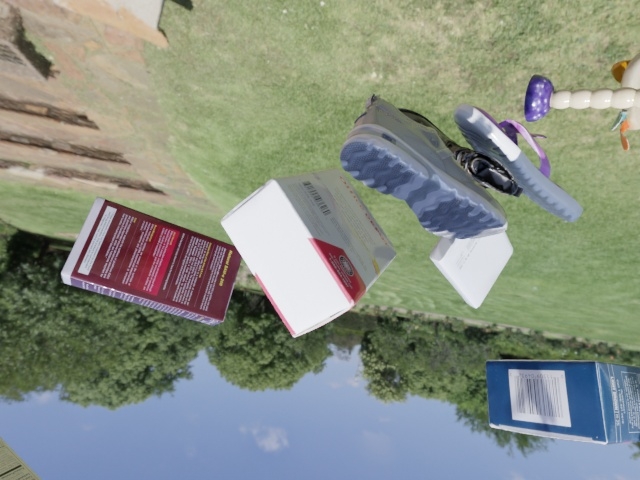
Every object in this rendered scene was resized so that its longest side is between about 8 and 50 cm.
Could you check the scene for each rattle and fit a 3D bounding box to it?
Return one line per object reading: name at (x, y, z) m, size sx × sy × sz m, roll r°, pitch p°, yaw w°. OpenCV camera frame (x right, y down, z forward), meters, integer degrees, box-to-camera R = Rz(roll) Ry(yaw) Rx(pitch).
rattle at (0.580, -0.271, 0.832) m, size 0.130 × 0.200 × 0.142 m, roll 25°, pitch -175°, yaw -38°

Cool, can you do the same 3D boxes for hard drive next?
hard drive at (0.456, 0.036, 1.258) m, size 0.047 × 0.233 × 0.353 m, roll 29°, pitch 172°, yaw 44°

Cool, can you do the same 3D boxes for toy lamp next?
toy lamp at (0.432, -0.193, 0.578) m, size 0.274 × 0.080 × 0.080 m, roll 16°, pitch 176°, yaw 37°

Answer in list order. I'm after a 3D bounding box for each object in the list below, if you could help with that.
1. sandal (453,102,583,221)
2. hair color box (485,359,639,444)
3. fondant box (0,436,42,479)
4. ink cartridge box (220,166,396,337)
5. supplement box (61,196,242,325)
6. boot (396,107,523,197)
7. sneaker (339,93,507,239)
sandal at (0.439, -0.185, 0.927) m, size 0.416 × 0.102 × 0.169 m, roll 32°, pitch -168°, yaw -29°
hair color box at (0.447, 0.255, 0.685) m, size 0.347 × 0.105 × 0.173 m, roll 13°, pitch 161°, yaw -30°
fondant box at (-0.546, 0.472, 0.686) m, size 0.330 × 0.238 × 0.096 m, roll 27°, pitch -167°, yaw 22°
ink cartridge box at (0.000, 0.000, 0.770) m, size 0.131 × 0.226 × 0.306 m, roll -34°, pitch 177°, yaw 23°
supplement box at (-0.257, 0.039, 0.682) m, size 0.239 × 0.130 × 0.073 m, roll 22°, pitch 155°, yaw -20°
boot at (0.253, -0.179, 0.849) m, size 0.262 × 0.091 × 0.229 m, roll 24°, pitch -165°, yaw -15°
sneaker at (0.158, -0.093, 0.570) m, size 0.281 × 0.115 × 0.105 m, roll 31°, pitch 152°, yaw -29°
